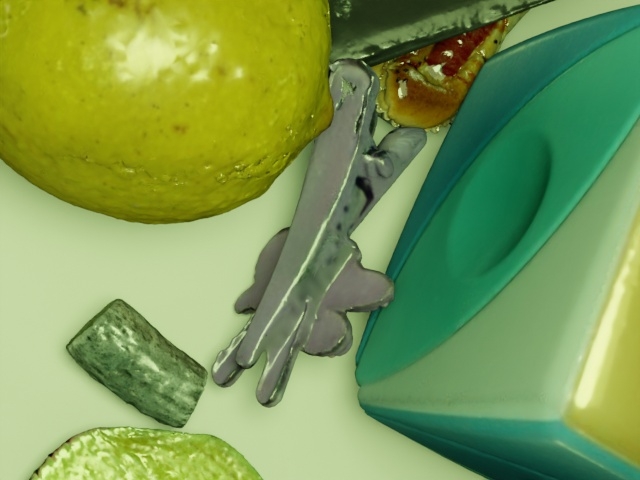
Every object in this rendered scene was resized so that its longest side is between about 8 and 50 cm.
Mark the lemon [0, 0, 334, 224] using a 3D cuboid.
[{"bbox_3d":[-0.136,-0.144,1.300,0.310,0.258,0.257,11,79,-19],"label":"lemon"}]

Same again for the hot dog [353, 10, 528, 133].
[{"bbox_3d":[0.116,-0.201,1.492,0.131,0.069,0.252,43,71,-8],"label":"hot dog"}]

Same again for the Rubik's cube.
[{"bbox_3d":[0.274,0.047,1.347,0.352,0.351,0.347,27,78,-19],"label":"Rubik's cube"}]

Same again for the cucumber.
[{"bbox_3d":[-0.139,0.098,1.367,0.112,0.064,0.064,40,72,-10],"label":"cucumber"}]

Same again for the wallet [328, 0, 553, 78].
[{"bbox_3d":[0.095,-0.232,1.439,0.285,0.030,0.146,-20,73,-11],"label":"wallet"}]

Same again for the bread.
[{"bbox_3d":[-0.135,0.250,1.363,0.228,0.033,0.228,2,83,-17],"label":"bread"}]

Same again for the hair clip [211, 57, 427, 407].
[{"bbox_3d":[0.008,0.000,1.389,0.090,0.137,0.278,20,91,-57],"label":"hair clip"}]
